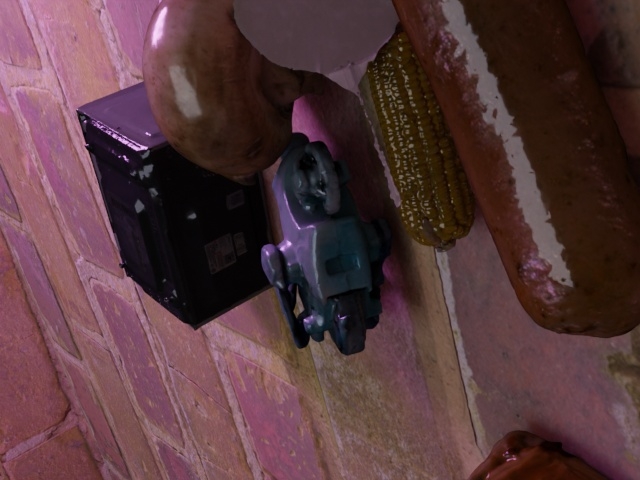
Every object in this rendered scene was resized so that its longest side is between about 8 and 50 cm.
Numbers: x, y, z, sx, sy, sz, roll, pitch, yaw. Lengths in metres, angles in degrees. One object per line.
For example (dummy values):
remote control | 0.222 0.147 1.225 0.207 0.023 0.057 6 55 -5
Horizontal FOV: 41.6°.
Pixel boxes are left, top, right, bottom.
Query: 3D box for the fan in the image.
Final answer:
fan | 0.023 -0.172 0.754 0.010 0.182 0.310 25 -133 -72

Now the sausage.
sausage | 0.131 -0.154 0.650 0.123 0.136 0.501 -20 97 33

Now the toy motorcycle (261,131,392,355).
toy motorcycle | 0.000 0.000 0.993 0.206 0.154 0.260 -131 30 -69

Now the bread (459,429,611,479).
bread | 0.243 0.396 0.799 0.370 0.314 0.191 29 147 36

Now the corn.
corn | 0.097 -0.101 0.805 0.080 0.080 0.238 11 120 54

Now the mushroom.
mushroom | -0.088 -0.182 0.901 0.255 0.184 0.255 -9 -90 -87

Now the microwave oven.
microwave oven | -0.206 -0.057 1.210 0.237 0.181 0.295 31 139 43
